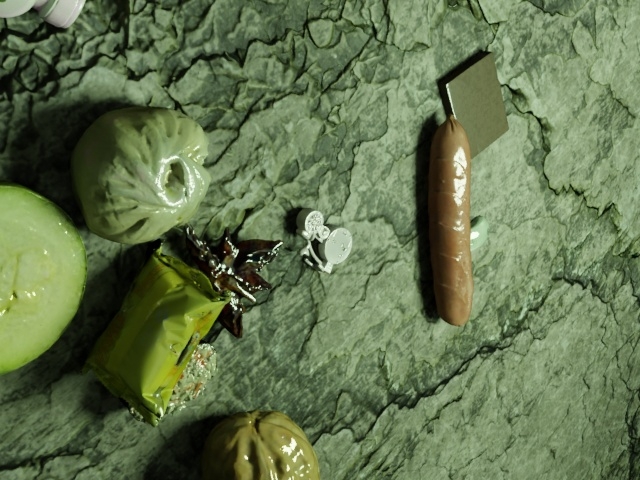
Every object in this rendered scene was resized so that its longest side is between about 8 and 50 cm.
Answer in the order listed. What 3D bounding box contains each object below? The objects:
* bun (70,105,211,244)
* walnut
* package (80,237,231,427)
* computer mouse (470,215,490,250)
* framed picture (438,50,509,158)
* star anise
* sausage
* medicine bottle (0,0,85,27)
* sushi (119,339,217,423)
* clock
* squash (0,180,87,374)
[{"bbox_3d":[-0.220,-0.083,0.904,0.193,0.128,0.178,-13,112,-36],"label":"bun"},{"bbox_3d":[-0.096,0.390,1.129,0.198,0.198,0.244,-17,112,-32],"label":"walnut"},{"bbox_3d":[-0.230,0.124,0.956,0.226,0.168,0.090,-58,153,-3],"label":"package"},{"bbox_3d":[0.308,-0.006,1.394,0.110,0.032,0.055,-32,122,-25],"label":"computer mouse"},{"bbox_3d":[0.292,-0.250,1.300,0.128,0.023,0.168,-37,125,-20],"label":"framed picture"},{"bbox_3d":[-0.129,0.050,1.068,0.157,0.053,0.212,-21,116,-29],"label":"star anise"},{"bbox_3d":[0.247,-0.024,1.309,0.088,0.088,0.433,-20,116,-31],"label":"sausage"},{"bbox_3d":[-0.365,-0.309,0.742,0.219,0.078,0.115,24,89,-40],"label":"medicine bottle"},{"bbox_3d":[-0.227,0.204,1.032,0.150,0.078,0.090,-37,125,-23],"label":"sushi"},{"bbox_3d":[0.000,0.000,1.156,0.129,0.041,0.087,42,76,-44],"label":"clock"},{"bbox_3d":[-0.411,0.049,0.855,0.252,0.049,0.252,-14,114,-34],"label":"squash"}]
